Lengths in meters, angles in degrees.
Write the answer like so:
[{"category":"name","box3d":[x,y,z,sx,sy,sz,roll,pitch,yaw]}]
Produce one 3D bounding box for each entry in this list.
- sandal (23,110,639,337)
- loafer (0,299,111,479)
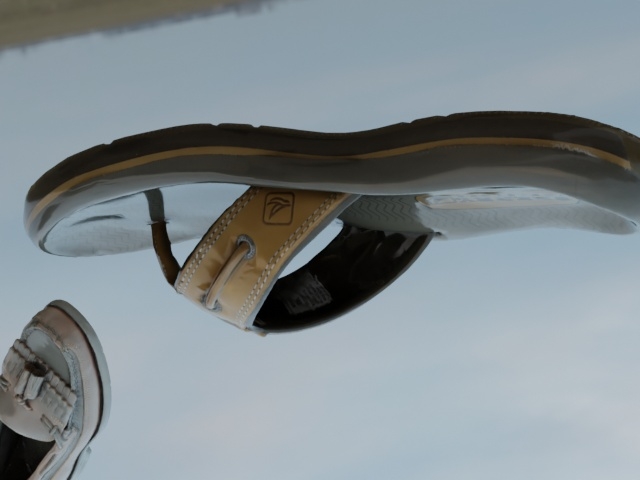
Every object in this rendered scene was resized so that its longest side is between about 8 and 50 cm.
[{"category":"sandal","box3d":[0.000,0.000,0.536,0.219,0.060,0.090,-1,171,24]},{"category":"loafer","box3d":[-0.114,0.072,0.705,0.039,0.045,0.125,-34,159,-31]}]
